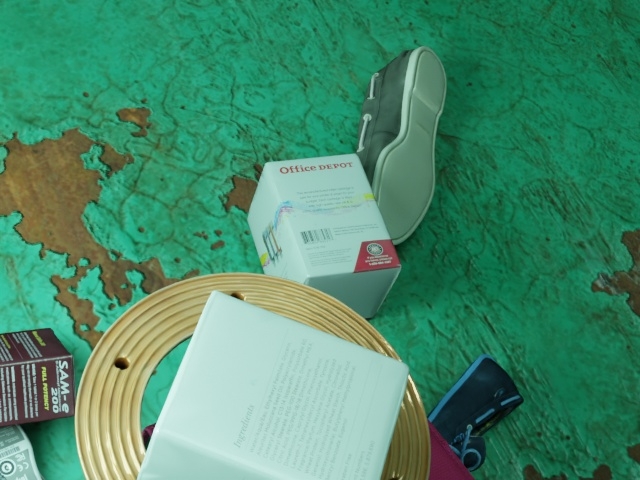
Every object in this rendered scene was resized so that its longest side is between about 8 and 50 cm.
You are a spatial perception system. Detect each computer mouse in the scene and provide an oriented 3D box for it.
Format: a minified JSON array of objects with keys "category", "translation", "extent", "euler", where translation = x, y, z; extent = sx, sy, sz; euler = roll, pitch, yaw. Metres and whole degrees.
[{"category":"computer mouse","translation":[-0.318,0.274,1.347],"extent":[0.106,0.042,0.193],"euler":[-20,69,-23]}]

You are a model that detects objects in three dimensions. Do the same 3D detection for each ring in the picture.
[{"category":"ring","translation":[-0.060,0.175,1.185],"extent":[0.336,0.032,0.337],"euler":[8,53,-11]}]

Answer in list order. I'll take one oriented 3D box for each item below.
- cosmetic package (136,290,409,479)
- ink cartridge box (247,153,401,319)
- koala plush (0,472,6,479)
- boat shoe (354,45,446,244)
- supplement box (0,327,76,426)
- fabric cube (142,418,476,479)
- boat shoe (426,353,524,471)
[{"category":"cosmetic package","translation":[-0.045,0.167,1.078],"extent":[0.183,0.151,0.151],"euler":[22,51,-2]},{"category":"ink cartridge box","translation":[0.000,0.000,1.581],"extent":[0.128,0.127,0.176],"euler":[-6,58,-21]},{"category":"koala plush","translation":[-0.362,0.352,1.217],"extent":[0.196,0.203,0.221],"euler":[-20,85,-18]},{"category":"boat shoe","translation":[0.096,-0.121,1.734],"extent":[0.112,0.095,0.335],"euler":[41,49,-32]},{"category":"supplement box","translation":[-0.390,0.153,1.348],"extent":[0.239,0.130,0.073],"euler":[-6,102,-20]},{"category":"fabric cube","translation":[-0.025,0.286,1.296],"extent":[0.258,0.254,0.259],"euler":[-25,66,-32]},{"category":"boat shoe","translation":[0.160,0.231,1.484],"extent":[0.089,0.109,0.258],"euler":[40,56,8]}]
